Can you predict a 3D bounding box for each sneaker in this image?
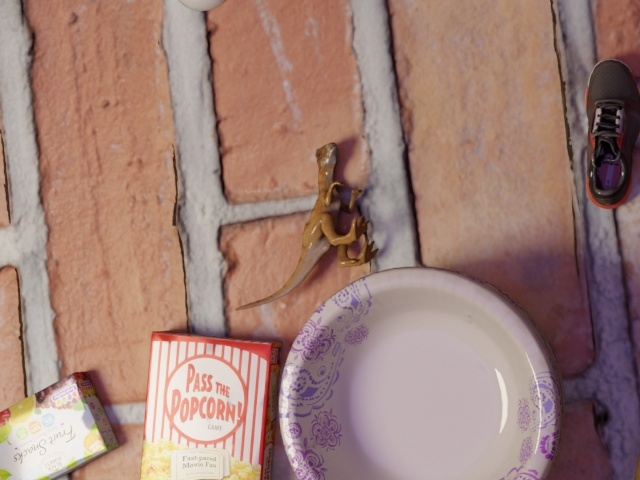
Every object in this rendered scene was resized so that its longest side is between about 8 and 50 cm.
[{"bbox_3d":[0.303,-0.113,1.300,0.061,0.065,0.158,-2,87,16],"label":"sneaker"}]

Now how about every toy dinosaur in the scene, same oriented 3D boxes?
[{"bbox_3d":[0.000,0.000,1.395,0.112,0.064,0.212,16,83,34],"label":"toy dinosaur"}]

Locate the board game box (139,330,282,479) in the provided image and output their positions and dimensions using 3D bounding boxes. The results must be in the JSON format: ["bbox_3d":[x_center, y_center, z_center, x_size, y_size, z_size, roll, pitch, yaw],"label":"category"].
[{"bbox_3d":[-0.124,0.204,1.420,0.146,0.045,0.194,3,88,16],"label":"board game box"}]

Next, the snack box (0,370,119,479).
[{"bbox_3d":[-0.320,0.229,1.481,0.141,0.037,0.100,-29,81,13],"label":"snack box"}]

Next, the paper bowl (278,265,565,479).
[{"bbox_3d":[0.110,0.169,1.300,0.284,0.148,0.284,-1,87,16],"label":"paper bowl"}]

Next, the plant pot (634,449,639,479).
[{"bbox_3d":[0.388,0.291,1.189,0.237,0.237,0.254,-10,71,16],"label":"plant pot"}]

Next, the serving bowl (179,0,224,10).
[{"bbox_3d":[-0.140,-0.310,1.458,0.083,0.027,0.083,-1,86,16],"label":"serving bowl"}]
